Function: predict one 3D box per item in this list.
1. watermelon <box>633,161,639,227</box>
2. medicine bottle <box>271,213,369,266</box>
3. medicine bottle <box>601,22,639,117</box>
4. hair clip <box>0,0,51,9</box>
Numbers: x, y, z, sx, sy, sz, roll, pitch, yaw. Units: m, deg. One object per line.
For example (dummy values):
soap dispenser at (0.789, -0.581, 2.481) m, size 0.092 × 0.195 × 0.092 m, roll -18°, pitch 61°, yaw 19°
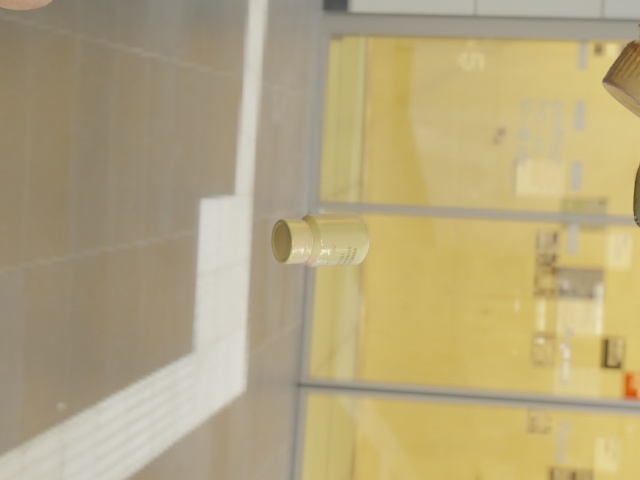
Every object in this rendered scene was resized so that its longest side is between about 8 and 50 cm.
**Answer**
watermelon at (0.339, -0.064, 1.263) m, size 0.159 × 0.128 × 0.303 m, roll 54°, pitch 22°, yaw -12°
medicine bottle at (0.000, 0.000, 1.354) m, size 0.052 × 0.089 × 0.052 m, roll 6°, pitch -83°, yaw 59°
medicine bottle at (0.289, -0.177, 0.970) m, size 0.212 × 0.122 × 0.122 m, roll -53°, pitch 172°, yaw 4°
hair clip at (-0.127, -0.185, 0.623) m, size 0.257 × 0.146 × 0.075 m, roll -40°, pitch -128°, yaw 41°
